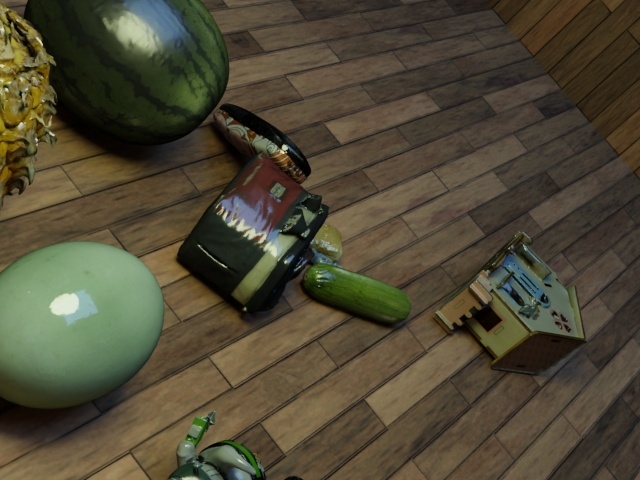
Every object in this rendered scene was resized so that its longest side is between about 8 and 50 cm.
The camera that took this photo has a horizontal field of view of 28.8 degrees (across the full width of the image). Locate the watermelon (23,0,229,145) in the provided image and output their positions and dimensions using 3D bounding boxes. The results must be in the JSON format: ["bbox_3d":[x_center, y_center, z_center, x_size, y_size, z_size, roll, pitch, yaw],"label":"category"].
[{"bbox_3d":[-0.316,-0.312,1.965,0.359,0.279,0.279,43,31,-4],"label":"watermelon"}]

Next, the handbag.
[{"bbox_3d":[-0.091,-0.015,1.991,0.181,0.181,0.254,37,31,-3],"label":"handbag"}]

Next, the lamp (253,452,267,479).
[{"bbox_3d":[-0.096,0.334,1.728,0.063,0.031,0.083,6,53,-46],"label":"lamp"}]

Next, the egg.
[{"bbox_3d":[-0.315,0.104,1.563,0.203,0.203,0.283,52,37,10],"label":"egg"}]

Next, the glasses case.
[{"bbox_3d":[-0.104,-0.169,2.160,0.103,0.067,0.267,45,-5,-36],"label":"glasses case"}]

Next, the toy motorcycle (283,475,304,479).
[{"bbox_3d":[-0.019,0.415,1.672,0.122,0.082,0.213,4,52,-47],"label":"toy motorcycle"}]

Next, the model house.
[{"bbox_3d":[0.395,0.136,2.405,0.244,0.169,0.326,50,31,3],"label":"model house"}]

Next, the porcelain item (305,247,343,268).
[{"bbox_3d":[0.010,0.043,2.185,0.083,0.028,0.036,32,31,-24],"label":"porcelain item"}]

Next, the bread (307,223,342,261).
[{"bbox_3d":[0.000,0.000,2.220,0.083,0.035,0.070,19,39,-27],"label":"bread"}]

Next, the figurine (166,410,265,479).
[{"bbox_3d":[-0.134,0.315,1.621,0.147,0.126,0.192,35,15,23],"label":"figurine"}]

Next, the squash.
[{"bbox_3d":[0.067,0.092,2.161,0.239,0.069,0.069,21,39,-35],"label":"squash"}]

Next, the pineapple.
[{"bbox_3d":[-0.507,-0.166,1.572,0.352,0.300,0.352,25,38,-21],"label":"pineapple"}]
